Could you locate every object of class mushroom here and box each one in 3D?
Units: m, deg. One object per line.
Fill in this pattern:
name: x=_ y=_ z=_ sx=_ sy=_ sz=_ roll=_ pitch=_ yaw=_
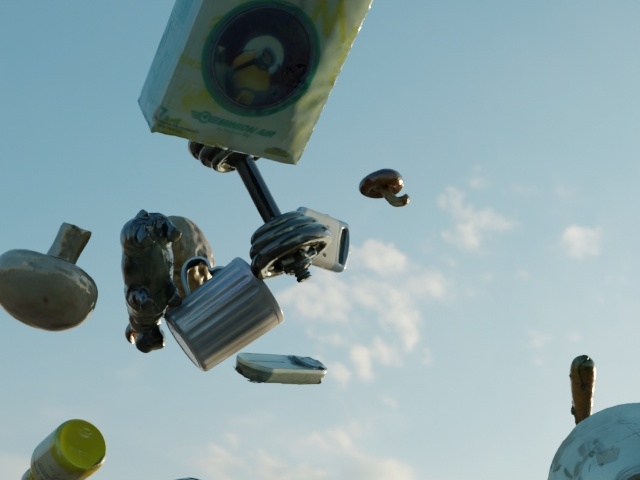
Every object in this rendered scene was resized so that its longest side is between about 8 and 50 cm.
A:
mushroom: x=-0.512 y=0.062 z=1.910 sx=0.207 sy=0.215 sz=0.207 roll=20 pitch=-20 yaw=8
mushroom: x=0.142 y=-0.109 z=2.036 sx=0.129 sy=0.072 sz=0.088 roll=22 pitch=-8 yaw=43

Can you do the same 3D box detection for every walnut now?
walnut: x=-0.339 y=0.056 z=2.293 sx=0.198 sy=0.245 sz=0.198 roll=-17 pitch=-1 yaw=0

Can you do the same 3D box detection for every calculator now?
calculator: x=0.000 y=0.000 z=2.200 sx=0.039 sy=0.121 sz=0.210 roll=0 pitch=-13 yaw=41

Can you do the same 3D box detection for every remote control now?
remote control: x=-0.085 y=0.282 z=2.194 sx=0.247 sy=0.052 sz=0.104 roll=10 pitch=8 yaw=-46

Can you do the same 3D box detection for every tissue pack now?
tissue pack: x=-0.095 y=-0.337 z=1.617 sx=0.287 sy=0.162 sz=0.388 roll=11 pitch=-65 yaw=-33

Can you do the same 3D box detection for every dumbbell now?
dumbbell: x=-0.121 y=-0.097 z=1.980 sx=0.179 sy=0.406 sz=0.179 roll=-26 pitch=-14 yaw=-7

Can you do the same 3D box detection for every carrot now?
carrot: x=0.480 y=0.310 z=1.827 sx=0.049 sy=0.049 sz=0.254 roll=-3 pitch=-59 yaw=11

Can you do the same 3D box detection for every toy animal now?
toy animal: x=-0.352 y=0.103 z=2.039 sx=0.106 sy=0.168 sz=0.343 roll=-7 pitch=-55 yaw=-26

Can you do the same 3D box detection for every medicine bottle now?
medicine bottle: x=-0.546 y=0.468 z=2.084 sx=0.122 sy=0.121 sz=0.212 roll=23 pitch=-47 yaw=-32

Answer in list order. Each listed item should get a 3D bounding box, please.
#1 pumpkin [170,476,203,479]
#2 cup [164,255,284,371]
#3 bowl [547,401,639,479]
pumpkin: x=-0.230 y=0.515 z=1.642 sx=0.216 sy=0.249 sz=0.250 roll=-9 pitch=-31 yaw=31
cup: x=-0.215 y=0.147 z=2.080 sx=0.221 sy=0.202 sz=0.167 roll=33 pitch=-27 yaw=51
bowl: x=0.495 y=0.400 z=1.505 sx=0.313 sy=0.313 sz=0.146 roll=-5 pitch=-11 yaw=15
